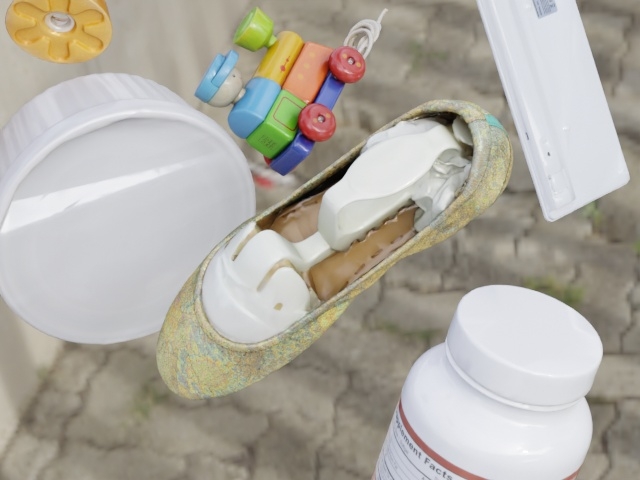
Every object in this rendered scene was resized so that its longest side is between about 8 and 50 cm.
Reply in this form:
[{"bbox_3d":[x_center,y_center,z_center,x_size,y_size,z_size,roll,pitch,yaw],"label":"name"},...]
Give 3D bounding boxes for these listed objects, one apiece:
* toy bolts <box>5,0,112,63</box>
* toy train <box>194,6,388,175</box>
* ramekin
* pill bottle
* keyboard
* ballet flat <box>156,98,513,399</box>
[{"bbox_3d":[-0.313,-0.184,1.418,0.218,0.228,0.158,-4,53,7],"label":"toy bolts"},{"bbox_3d":[-0.030,-0.203,1.688,0.143,0.105,0.248,34,56,-13],"label":"toy train"},{"bbox_3d":[-0.208,-0.042,1.542,0.273,0.273,0.127,-21,42,-12],"label":"ramekin"},{"bbox_3d":[0.099,0.140,0.985,0.121,0.216,0.121,12,31,-8],"label":"pill bottle"},{"bbox_3d":[0.120,-0.142,0.913,0.072,0.256,0.014,-27,13,-37],"label":"keyboard"},{"bbox_3d":[0.000,0.000,1.258,0.348,0.123,0.123,-35,42,2],"label":"ballet flat"}]
